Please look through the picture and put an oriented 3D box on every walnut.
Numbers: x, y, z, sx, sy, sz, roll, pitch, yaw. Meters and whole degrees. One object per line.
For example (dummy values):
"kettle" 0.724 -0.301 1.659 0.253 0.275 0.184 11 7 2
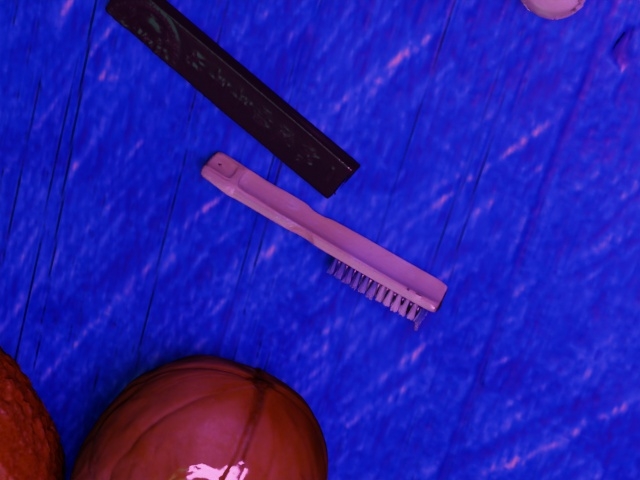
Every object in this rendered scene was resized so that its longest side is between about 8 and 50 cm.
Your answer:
"walnut" -0.083 0.171 1.101 0.167 0.167 0.207 31 117 8

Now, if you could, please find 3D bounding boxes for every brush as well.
"brush" 0.000 0.000 1.072 0.178 0.033 0.030 31 133 8

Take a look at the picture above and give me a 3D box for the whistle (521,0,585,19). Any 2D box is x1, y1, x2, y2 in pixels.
"whistle" 0.079 -0.227 0.923 0.235 0.077 0.114 42 127 4

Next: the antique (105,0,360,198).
"antique" -0.057 -0.098 1.063 0.192 0.015 0.031 40 120 3

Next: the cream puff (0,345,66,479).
"cream puff" -0.329 0.165 1.157 0.303 0.212 0.303 -6 110 -16
